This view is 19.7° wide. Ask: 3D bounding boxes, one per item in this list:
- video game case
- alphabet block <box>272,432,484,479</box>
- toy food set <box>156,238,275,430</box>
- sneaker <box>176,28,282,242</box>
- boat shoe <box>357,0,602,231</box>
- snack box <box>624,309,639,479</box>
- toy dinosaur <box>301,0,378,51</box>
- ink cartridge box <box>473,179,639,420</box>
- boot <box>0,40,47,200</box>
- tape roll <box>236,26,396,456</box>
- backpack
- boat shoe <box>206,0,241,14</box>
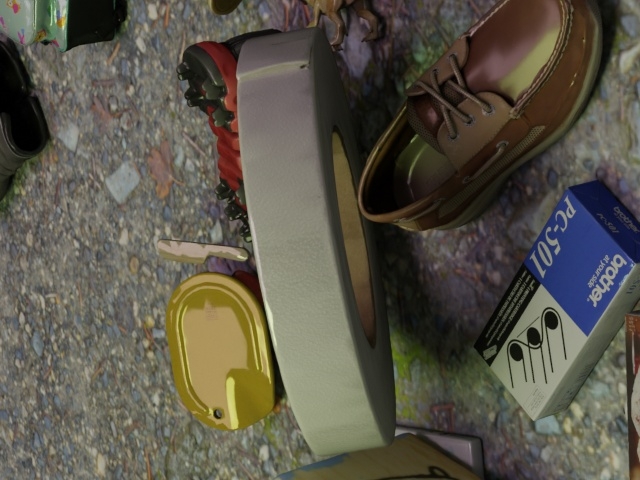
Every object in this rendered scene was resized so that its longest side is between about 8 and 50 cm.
[{"bbox_3d":[0.113,0.267,1.844,0.143,0.019,0.157,3,101,51],"label":"video game case"},{"bbox_3d":[0.072,0.324,1.744,0.197,0.192,0.193,29,123,43],"label":"alphabet block"},{"bbox_3d":[-0.100,0.097,2.042,0.128,0.071,0.218,-2,100,28],"label":"toy food set"},{"bbox_3d":[-0.049,-0.100,1.891,0.097,0.135,0.276,39,151,48],"label":"sneaker"},{"bbox_3d":[0.136,-0.113,1.636,0.123,0.116,0.324,57,137,26],"label":"boat shoe"},{"bbox_3d":[0.293,0.151,1.582,0.064,0.022,0.178,9,106,49],"label":"snack box"},{"bbox_3d":[0.023,-0.237,1.800,0.183,0.053,0.093,-13,88,52],"label":"toy dinosaur"},{"bbox_3d":[0.217,0.055,1.634,0.097,0.046,0.207,52,135,28],"label":"ink cartridge box"},{"bbox_3d":[-0.477,-0.205,2.414,0.338,0.118,0.223,54,134,12],"label":"boot"},{"bbox_3d":[0.000,0.000,1.676,0.072,0.392,0.392,-10,90,7],"label":"tape roll"},{"bbox_3d":[-0.330,-0.316,2.158,0.188,0.144,0.166,35,130,46],"label":"backpack"},{"bbox_3d":[-0.098,-0.306,1.943,0.045,0.050,0.135,32,113,47],"label":"boat shoe"}]
